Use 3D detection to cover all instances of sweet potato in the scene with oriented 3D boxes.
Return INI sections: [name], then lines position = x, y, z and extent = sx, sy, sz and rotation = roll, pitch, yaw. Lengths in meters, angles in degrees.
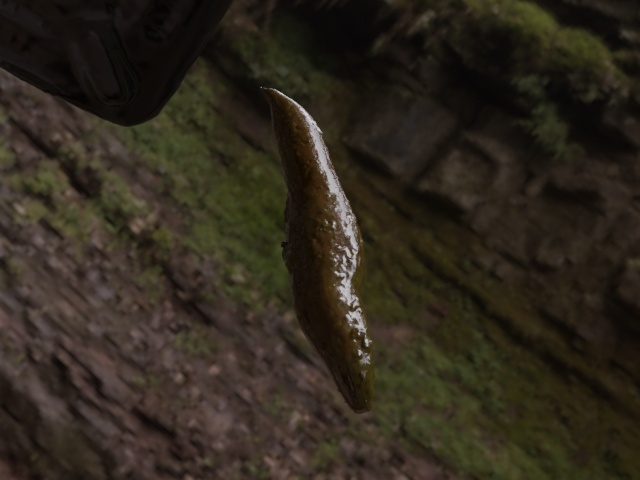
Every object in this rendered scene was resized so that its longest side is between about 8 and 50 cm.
[sweet potato]
position = 0.000, 0.000, 1.010
extent = 0.067, 0.067, 0.274
rotation = 103, -26, -68

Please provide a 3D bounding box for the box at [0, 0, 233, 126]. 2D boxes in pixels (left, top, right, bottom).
[box]
position = -0.164, -0.235, 0.777
extent = 0.290, 0.073, 0.289
rotation = 31, -57, -12
